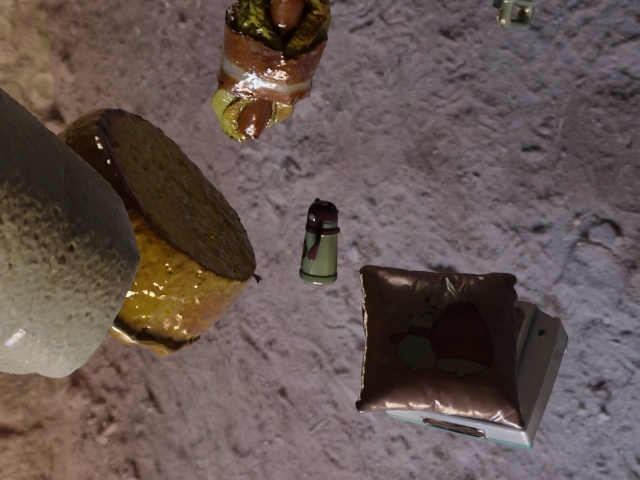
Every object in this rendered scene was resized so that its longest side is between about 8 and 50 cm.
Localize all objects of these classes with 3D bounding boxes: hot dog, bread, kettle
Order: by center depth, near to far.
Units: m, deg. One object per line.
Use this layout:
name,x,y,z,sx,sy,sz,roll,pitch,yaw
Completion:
bread,-0.191,-0.007,0.469,0.148,0.141,0.134,19,74,28
hot dog,-0.057,-0.215,1.008,0.093,0.123,0.262,-102,23,-51
kettle,0.291,-0.380,1.239,0.098,0.148,0.127,-19,87,31
bread,-0.285,-0.018,1.277,0.215,0.398,0.398,-38,57,14

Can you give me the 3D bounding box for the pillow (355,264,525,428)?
pillow,0.163,0.140,1.175,0.084,0.236,0.223,93,-177,-63

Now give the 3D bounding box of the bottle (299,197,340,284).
bottle,-0.001,-0.001,1.030,0.063,0.047,0.101,-138,49,-64

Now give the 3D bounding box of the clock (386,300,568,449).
clock,0.257,0.207,1.449,0.262,0.231,0.116,6,140,33
